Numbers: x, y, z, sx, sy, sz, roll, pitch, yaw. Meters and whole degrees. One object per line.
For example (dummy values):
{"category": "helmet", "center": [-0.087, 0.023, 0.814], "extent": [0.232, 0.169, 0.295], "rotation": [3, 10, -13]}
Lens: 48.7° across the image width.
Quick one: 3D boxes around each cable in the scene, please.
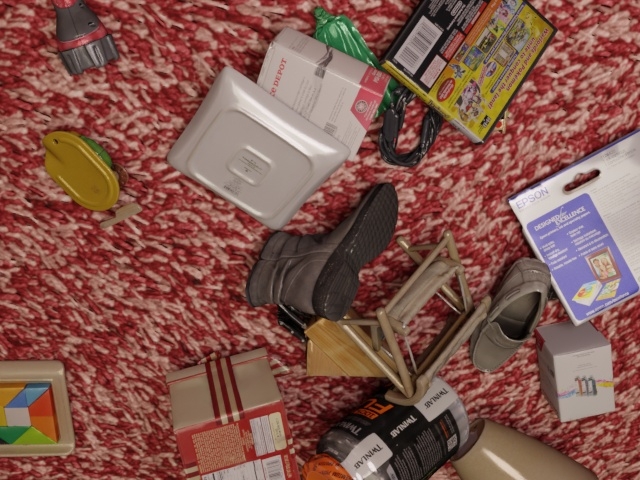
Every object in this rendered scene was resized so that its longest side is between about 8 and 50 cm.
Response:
{"category": "cable", "center": [0.178, -0.225, 1.369], "extent": [0.150, 0.047, 0.184], "rotation": [-29, 136, -28]}

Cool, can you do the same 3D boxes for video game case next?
{"category": "video game case", "center": [0.277, -0.359, 1.304], "extent": [0.248, 0.035, 0.275], "rotation": [36, 82, -15]}

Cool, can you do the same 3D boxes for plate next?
{"category": "plate", "center": [-0.129, -0.151, 1.339], "extent": [0.277, 0.045, 0.278], "rotation": [32, 133, -15]}

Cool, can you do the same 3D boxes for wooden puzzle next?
{"category": "wooden puzzle", "center": [-0.670, 0.379, 1.568], "extent": [0.220, 0.044, 0.239], "rotation": [0, 110, -3]}

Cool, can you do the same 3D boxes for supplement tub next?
{"category": "supplement tub", "center": [0.137, 0.434, 1.477], "extent": [0.338, 0.207, 0.207], "rotation": [-30, 116, -34]}

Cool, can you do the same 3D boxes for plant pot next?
{"category": "plant pot", "center": [0.439, 0.542, 1.612], "extent": [0.274, 0.256, 0.256], "rotation": [40, 104, 0]}

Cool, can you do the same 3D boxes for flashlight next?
{"category": "flashlight", "center": [-0.458, -0.448, 1.232], "extent": [0.103, 0.103, 0.304], "rotation": [-1, 121, 33]}

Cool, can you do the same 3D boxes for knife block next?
{"category": "knife block", "center": [0.038, 0.166, 1.509], "extent": [0.275, 0.088, 0.242], "rotation": [2, 111, -4]}

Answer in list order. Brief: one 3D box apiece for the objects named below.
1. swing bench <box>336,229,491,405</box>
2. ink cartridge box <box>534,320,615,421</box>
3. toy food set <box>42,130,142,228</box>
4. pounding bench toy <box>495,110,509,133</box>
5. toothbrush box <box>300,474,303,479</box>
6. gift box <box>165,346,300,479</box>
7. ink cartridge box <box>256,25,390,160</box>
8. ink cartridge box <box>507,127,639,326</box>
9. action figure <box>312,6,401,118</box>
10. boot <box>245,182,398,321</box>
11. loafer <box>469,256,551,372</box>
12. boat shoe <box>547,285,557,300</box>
{"category": "swing bench", "center": [0.199, 0.157, 1.415], "extent": [0.253, 0.165, 0.255], "rotation": [-45, 111, -30]}
{"category": "ink cartridge box", "center": [0.562, 0.286, 1.566], "extent": [0.127, 0.128, 0.176], "rotation": [-12, 112, 1]}
{"category": "toy food set", "center": [-0.442, -0.132, 1.383], "extent": [0.128, 0.071, 0.218], "rotation": [-29, 110, 33]}
{"category": "pounding bench toy", "center": [0.335, -0.256, 1.387], "extent": [0.065, 0.052, 0.083], "rotation": [0, 111, -4]}
{"category": "toothbrush box", "center": [0.059, 0.609, 1.660], "extent": [0.206, 0.122, 0.283], "rotation": [32, 105, -14]}
{"category": "gift box", "center": [-0.167, 0.393, 1.495], "extent": [0.276, 0.258, 0.255], "rotation": [-10, 111, -13]}
{"category": "ink cartridge box", "center": [-0.004, -0.268, 1.296], "extent": [0.217, 0.092, 0.159], "rotation": [24, 131, -2]}
{"category": "ink cartridge box", "center": [0.590, -0.025, 1.470], "extent": [0.303, 0.072, 0.307], "rotation": [-28, 91, 8]}
{"category": "action figure", "center": [0.054, -0.337, 1.333], "extent": [0.137, 0.063, 0.232], "rotation": [-29, 114, 9]}
{"category": "boot", "center": [0.000, 0.000, 1.404], "extent": [0.222, 0.338, 0.118], "rotation": [9, 139, 36]}
{"category": "loafer", "center": [0.392, 0.177, 1.490], "extent": [0.112, 0.111, 0.319], "rotation": [13, 129, 1]}
{"category": "boat shoe", "center": [0.481, 0.114, 1.537], "extent": [0.152, 0.049, 0.056], "rotation": [-2, 113, -2]}
